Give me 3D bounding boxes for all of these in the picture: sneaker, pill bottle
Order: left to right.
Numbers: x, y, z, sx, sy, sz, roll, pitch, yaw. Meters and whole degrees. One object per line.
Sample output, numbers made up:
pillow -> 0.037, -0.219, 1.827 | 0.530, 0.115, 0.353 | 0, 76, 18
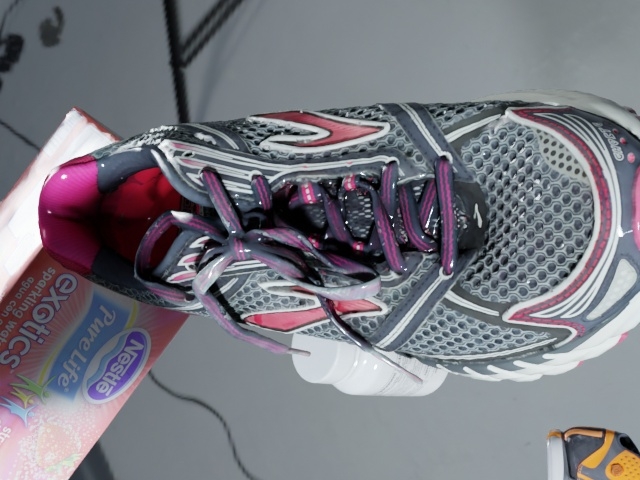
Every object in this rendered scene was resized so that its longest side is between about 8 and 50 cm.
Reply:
sneaker -> 0.000, 0.000, 0.421 | 0.299, 0.112, 0.120 | -4, 84, 40
pill bottle -> 0.075, 0.164, 1.461 | 0.131, 0.229, 0.131 | -11, 74, 46
sneaker -> 0.456, 0.455, 1.549 | 0.180, 0.124, 0.321 | -4, 83, 15

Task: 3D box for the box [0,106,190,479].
box -> -0.222, 0.057, 0.826 | 0.300, 0.142, 0.154 | -54, 33, -2
